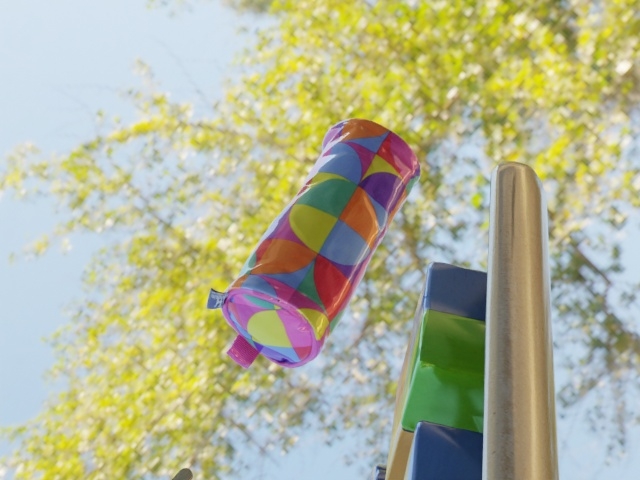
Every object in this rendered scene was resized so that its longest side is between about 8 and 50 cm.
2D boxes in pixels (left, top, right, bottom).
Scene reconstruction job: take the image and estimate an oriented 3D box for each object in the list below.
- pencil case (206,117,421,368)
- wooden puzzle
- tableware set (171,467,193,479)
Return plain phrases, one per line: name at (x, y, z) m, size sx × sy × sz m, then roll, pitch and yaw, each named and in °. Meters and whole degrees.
pencil case at (0.000, 0.000, 1.065) m, size 0.104 × 0.104 × 0.236 m, roll 37°, pitch -125°, yaw -5°
wooden puzzle at (0.058, 0.174, 0.658) m, size 0.081 × 0.347 × 0.322 m, roll 8°, pitch -146°, yaw 3°
tableware set at (-0.117, 0.273, 0.906) m, size 0.128 × 0.039 × 0.194 m, roll 32°, pitch -117°, yaw 29°
